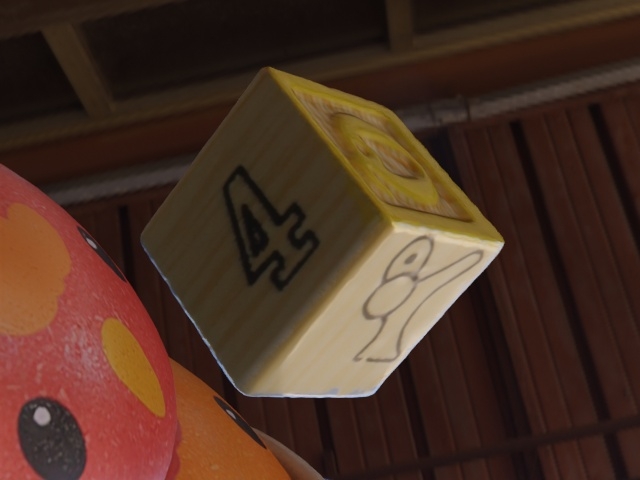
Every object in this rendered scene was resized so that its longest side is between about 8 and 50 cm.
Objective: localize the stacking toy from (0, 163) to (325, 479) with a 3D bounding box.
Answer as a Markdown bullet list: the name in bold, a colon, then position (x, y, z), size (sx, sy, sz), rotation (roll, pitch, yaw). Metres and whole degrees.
- **stacking toy**: position (-0.190, 0.029, 0.341), size (0.350, 0.480, 0.351), rotation (-12, -146, 8)

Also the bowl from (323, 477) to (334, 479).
- **bowl**: position (0.045, 0.388, 1.095), size (0.077, 0.391, 0.391), rotation (-29, -117, -33)

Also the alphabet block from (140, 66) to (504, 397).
- **alphabet block**: position (0.000, 0.000, 1.038), size (0.197, 0.192, 0.193), rotation (-50, -121, 21)
